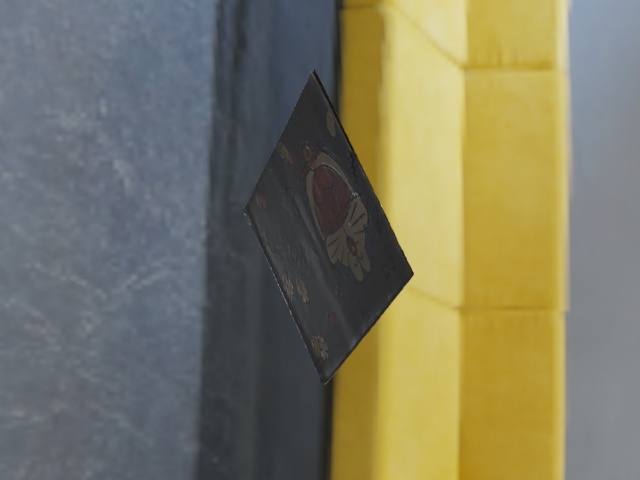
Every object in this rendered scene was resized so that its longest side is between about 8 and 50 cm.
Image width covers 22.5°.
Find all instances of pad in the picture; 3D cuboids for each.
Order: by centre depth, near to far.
[{"bbox_3d":[0.000,0.000,1.210,0.170,0.006,0.245,64,-23,15],"label":"pad"}]
